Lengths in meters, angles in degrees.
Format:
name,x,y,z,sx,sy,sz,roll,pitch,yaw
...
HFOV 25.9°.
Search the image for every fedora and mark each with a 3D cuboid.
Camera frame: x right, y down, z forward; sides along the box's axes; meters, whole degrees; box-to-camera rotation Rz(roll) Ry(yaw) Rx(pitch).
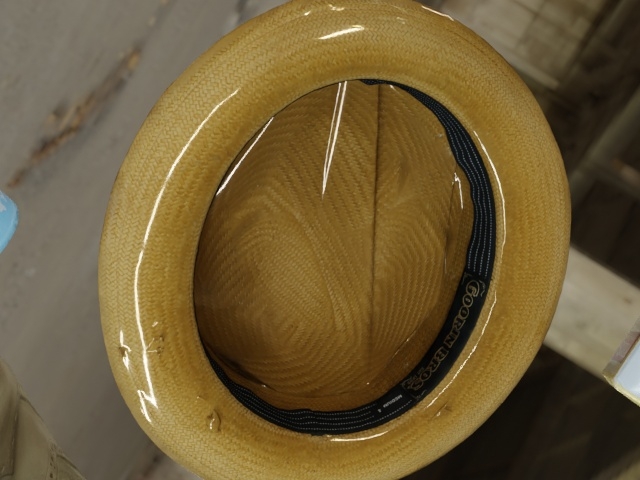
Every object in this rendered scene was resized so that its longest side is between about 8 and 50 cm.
name,x,y,z,sx,sy,sz,roll,pitch,yaw
fedora,0.000,0.000,0.528,0.194,0.194,0.079,-58,-155,5

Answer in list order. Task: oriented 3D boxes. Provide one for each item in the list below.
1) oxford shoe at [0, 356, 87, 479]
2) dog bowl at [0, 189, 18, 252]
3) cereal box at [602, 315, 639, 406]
name,x,y,z,sx,sy,sz,roll,pitch,yaw
oxford shoe,-0.154,0.156,0.779,0.348,0.130,0.123,88,17,-58
dog bowl,-0.400,0.026,1.227,0.297,0.166,0.074,-53,134,-33
cereal box,0.246,0.004,0.533,0.240,0.173,0.047,-55,176,3
